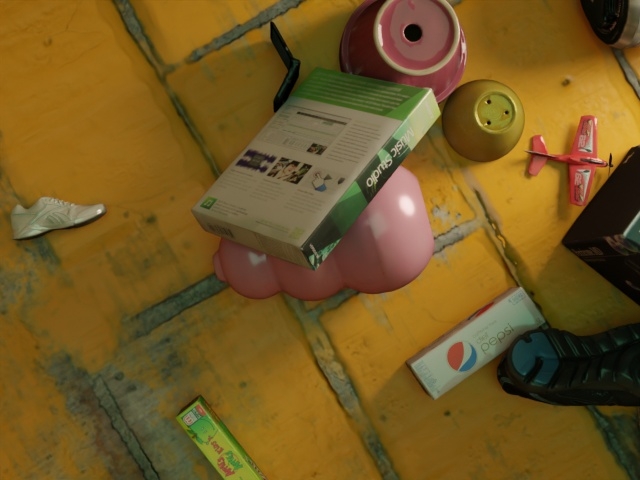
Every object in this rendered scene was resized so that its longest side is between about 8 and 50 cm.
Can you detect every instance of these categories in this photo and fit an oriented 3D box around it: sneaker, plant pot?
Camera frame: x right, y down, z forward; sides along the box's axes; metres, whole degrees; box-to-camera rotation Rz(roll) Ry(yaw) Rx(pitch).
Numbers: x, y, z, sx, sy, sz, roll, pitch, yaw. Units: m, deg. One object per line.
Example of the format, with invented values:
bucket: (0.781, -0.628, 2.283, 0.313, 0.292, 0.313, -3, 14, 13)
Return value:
sneaker: (0.443, 0.199, 1.646, 0.341, 0.139, 0.125, 6, 68, -5)
sneaker: (-0.411, -0.043, 1.644, 0.152, 0.054, 0.061, -12, 86, -3)
plant pot: (0.135, -0.300, 1.617, 0.201, 0.180, 0.201, 0, 89, -4)
plant pot: (0.266, -0.196, 1.663, 0.134, 0.095, 0.134, 0, 88, -4)

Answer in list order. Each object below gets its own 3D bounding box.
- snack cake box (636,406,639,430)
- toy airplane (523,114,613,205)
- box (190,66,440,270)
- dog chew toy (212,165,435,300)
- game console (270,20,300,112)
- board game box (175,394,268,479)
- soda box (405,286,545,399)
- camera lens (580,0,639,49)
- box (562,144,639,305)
snack cake box: (0.601, 0.382, 1.666, 0.152, 0.089, 0.264, -7, 88, -1)
toy airplane: (0.399, -0.129, 1.701, 0.151, 0.028, 0.151, 0, 87, -3)
box: (-0.006, -0.115, 1.534, 0.322, 0.232, 0.058, -52, 136, -21)
dog chew toy: (0.000, 0.000, 1.597, 0.332, 0.206, 0.206, -15, 89, 4)
game console: (-0.071, -0.265, 1.634, 0.071, 0.122, 0.107, 28, 88, -1)
board game box: (-0.148, 0.326, 1.625, 0.043, 0.092, 0.181, -38, 90, -4)
soda box: (0.242, 0.159, 1.661, 0.216, 0.074, 0.069, -34, 90, -3)
camera lens: (0.550, -0.419, 1.622, 0.274, 0.219, 0.219, -9, 89, -3)
box: (0.611, 0.038, 1.575, 0.395, 0.293, 0.212, 39, 86, -1)
